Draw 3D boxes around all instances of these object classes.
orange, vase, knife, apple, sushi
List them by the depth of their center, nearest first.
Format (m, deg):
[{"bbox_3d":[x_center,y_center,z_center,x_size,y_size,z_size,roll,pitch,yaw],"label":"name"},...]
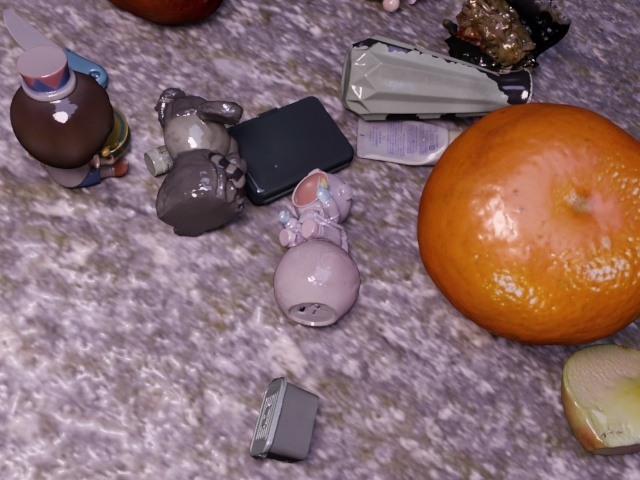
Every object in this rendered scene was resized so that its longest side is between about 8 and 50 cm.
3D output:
[{"bbox_3d":[0.373,-0.022,1.104,0.424,0.326,0.423,2,76,-8],"label":"orange"},{"bbox_3d":[0.523,0.280,1.136,0.265,0.120,0.193,0,52,-21],"label":"apple"},{"bbox_3d":[-0.491,-0.344,1.171,0.244,0.032,0.058,33,68,5],"label":"knife"},{"bbox_3d":[0.226,-0.306,1.280,0.360,0.165,0.165,4,63,-9],"label":"vase"},{"bbox_3d":[0.391,-0.442,1.399,0.225,0.238,0.218,30,104,-10],"label":"sushi"}]

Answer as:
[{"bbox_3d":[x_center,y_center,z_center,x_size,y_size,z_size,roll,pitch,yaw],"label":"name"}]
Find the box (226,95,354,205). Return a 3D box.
[{"bbox_3d":[-0.063,-0.170,1.205,0.230,0.050,0.160,-27,75,-27],"label":"box"}]

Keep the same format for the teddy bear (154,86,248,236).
[{"bbox_3d":[-0.180,-0.142,1.060,0.144,0.171,0.251,16,71,-46],"label":"teddy bear"}]

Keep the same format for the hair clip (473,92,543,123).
[{"bbox_3d":[0.414,-0.217,1.370,0.173,0.069,0.300,14,51,-13],"label":"hair clip"}]

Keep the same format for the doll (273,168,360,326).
[{"bbox_3d":[0.000,0.000,1.099,0.151,0.151,0.287,13,55,-12],"label":"doll"}]

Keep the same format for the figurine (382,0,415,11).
[{"bbox_3d":[0.166,-0.606,1.452,0.276,0.133,0.200,2,93,-21],"label":"figurine"}]

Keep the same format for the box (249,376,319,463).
[{"bbox_3d":[-0.053,0.274,0.973,0.069,0.084,0.122,23,61,-15],"label":"box"}]

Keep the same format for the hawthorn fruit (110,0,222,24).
[{"bbox_3d":[-0.297,-0.557,1.208,0.295,0.295,0.311,-31,54,-28],"label":"hawthorn fruit"}]

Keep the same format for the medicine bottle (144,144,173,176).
[{"bbox_3d":[-0.261,-0.147,1.132,0.083,0.047,0.047,-26,75,-28],"label":"medicine bottle"}]

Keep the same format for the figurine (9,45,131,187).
[{"bbox_3d":[-0.379,-0.180,0.986,0.161,0.275,0.158,35,76,-1],"label":"figurine"}]

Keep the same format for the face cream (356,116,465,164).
[{"bbox_3d":[0.184,-0.198,1.303,0.224,0.070,0.114,6,59,-2],"label":"face cream"}]
